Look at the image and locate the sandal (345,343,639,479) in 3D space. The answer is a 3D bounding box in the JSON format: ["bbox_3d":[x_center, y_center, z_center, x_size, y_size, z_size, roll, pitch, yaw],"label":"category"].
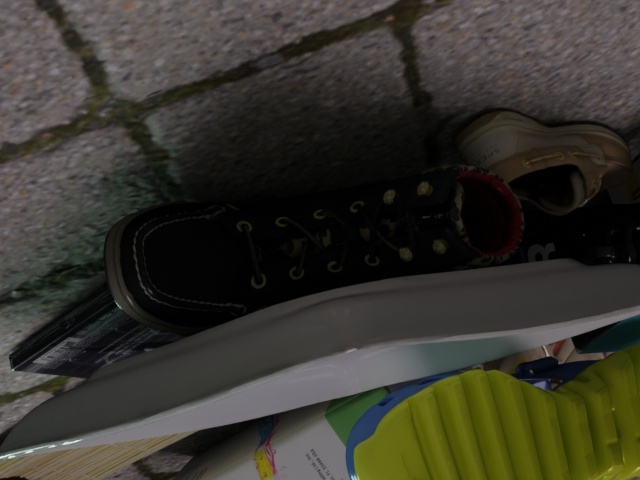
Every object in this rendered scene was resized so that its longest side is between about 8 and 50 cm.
[{"bbox_3d":[0.137,0.149,1.089,0.317,0.126,0.138,-2,176,-40],"label":"sandal"}]

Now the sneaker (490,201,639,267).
[{"bbox_3d":[0.198,0.014,1.036,0.121,0.079,0.217,-9,-177,-41],"label":"sneaker"}]

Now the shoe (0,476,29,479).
[{"bbox_3d":[-0.347,0.270,1.270,0.219,0.076,0.058,-16,150,-12],"label":"shoe"}]

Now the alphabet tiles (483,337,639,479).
[{"bbox_3d":[0.237,0.186,1.286,0.021,0.284,0.278,-7,-151,44],"label":"alphabet tiles"}]

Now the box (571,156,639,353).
[{"bbox_3d":[0.269,-0.012,1.110,0.060,0.100,0.244,-2,150,-31],"label":"box"}]

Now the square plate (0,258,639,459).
[{"bbox_3d":[0.017,0.073,0.953,0.347,0.049,0.344,-5,168,-45],"label":"square plate"}]

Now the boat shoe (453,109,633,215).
[{"bbox_3d":[0.162,-0.046,1.009,0.170,0.059,0.063,4,147,-41],"label":"boat shoe"}]

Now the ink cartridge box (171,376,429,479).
[{"bbox_3d":[0.018,0.242,1.308,0.278,0.201,0.117,-32,-171,26],"label":"ink cartridge box"}]

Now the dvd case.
[{"bbox_3d":[-0.098,0.066,1.099,0.164,0.018,0.221,-33,152,29],"label":"dvd case"}]

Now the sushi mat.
[{"bbox_3d":[-0.139,0.144,1.198,0.317,0.019,0.151,-28,156,29],"label":"sushi mat"}]

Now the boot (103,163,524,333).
[{"bbox_3d":[0.000,-0.002,0.905,0.179,0.085,0.236,-17,168,36],"label":"boot"}]
